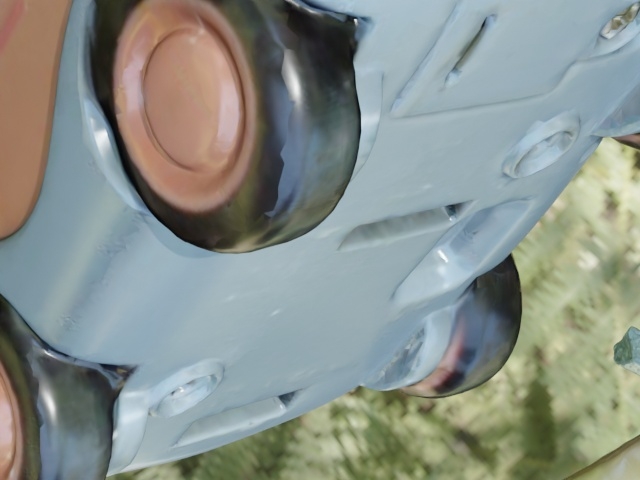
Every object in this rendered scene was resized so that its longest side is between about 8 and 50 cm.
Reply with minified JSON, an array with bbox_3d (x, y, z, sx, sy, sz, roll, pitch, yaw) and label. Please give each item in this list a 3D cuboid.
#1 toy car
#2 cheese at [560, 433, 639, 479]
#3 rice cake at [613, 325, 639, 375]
[{"bbox_3d":[-0.029,-0.066,0.535,0.180,0.212,0.270,-13,153,-41],"label":"toy car"},{"bbox_3d":[0.149,0.184,1.017,0.384,0.104,0.384,-29,164,-9],"label":"cheese"},{"bbox_3d":[0.285,0.109,1.387,0.029,0.171,0.033,-60,169,-15],"label":"rice cake"}]
